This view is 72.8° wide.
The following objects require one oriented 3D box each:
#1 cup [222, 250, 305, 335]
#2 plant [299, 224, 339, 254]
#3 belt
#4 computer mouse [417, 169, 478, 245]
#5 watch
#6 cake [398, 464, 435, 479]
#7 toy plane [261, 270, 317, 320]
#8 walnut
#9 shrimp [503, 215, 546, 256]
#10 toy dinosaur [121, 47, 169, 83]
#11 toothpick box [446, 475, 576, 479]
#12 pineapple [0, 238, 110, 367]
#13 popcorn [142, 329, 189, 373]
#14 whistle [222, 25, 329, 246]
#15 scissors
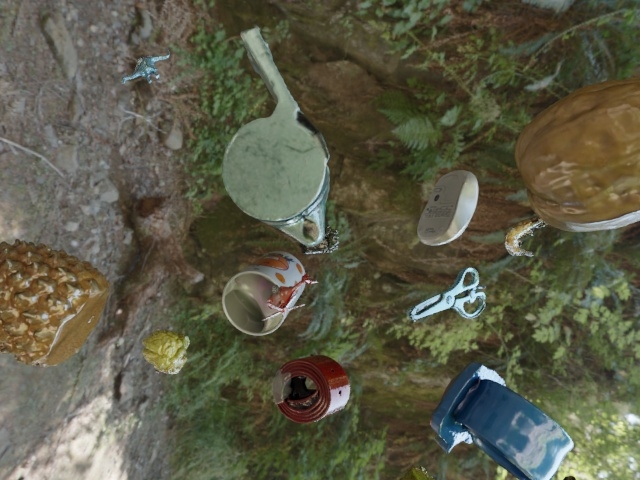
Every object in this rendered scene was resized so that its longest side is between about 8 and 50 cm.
[{"bbox_3d":[-0.175,0.163,1.492,0.317,0.212,0.213,-47,150,-73],"label":"cup"},{"bbox_3d":[0.000,0.000,1.499,0.092,0.143,0.095,-164,-115,-70],"label":"plant"},{"bbox_3d":[-0.046,0.540,1.594,0.115,0.323,0.228,4,71,-46],"label":"belt"},{"bbox_3d":[0.456,-0.104,1.529,0.184,0.121,0.297,-3,-118,55],"label":"computer mouse"},{"bbox_3d":[0.451,0.477,1.057,0.241,0.305,0.274,-50,-148,-12],"label":"watch"},{"bbox_3d":[0.227,0.606,0.951,0.156,0.179,0.260,-39,151,0],"label":"cake"},{"bbox_3d":[-0.094,0.144,1.198,0.194,0.126,0.077,117,-39,-50],"label":"toy plane"},{"bbox_3d":[0.587,-0.171,0.876,0.306,0.343,0.307,30,53,-51],"label":"walnut"},{"bbox_3d":[0.647,-0.015,1.299,0.035,0.195,0.148,-97,163,-54],"label":"shrimp"},{"bbox_3d":[-0.563,-0.563,1.415,0.197,0.080,0.045,-46,170,-18],"label":"toy dinosaur"},{"bbox_3d":[0.483,0.707,1.096,0.190,0.307,0.188,66,24,-48],"label":"toothpick box"},{"bbox_3d":[-0.596,0.073,0.803,0.223,0.357,0.223,-60,-175,9],"label":"pineapple"},{"bbox_3d":[-0.543,0.393,1.525,0.174,0.173,0.143,98,-2,-52],"label":"popcorn"},{"bbox_3d":[-0.070,-0.195,0.831,0.168,0.188,0.406,34,59,-86],"label":"whistle"},{"bbox_3d":[0.435,0.206,1.478,0.032,0.392,0.180,-6,-85,56],"label":"scissors"}]
